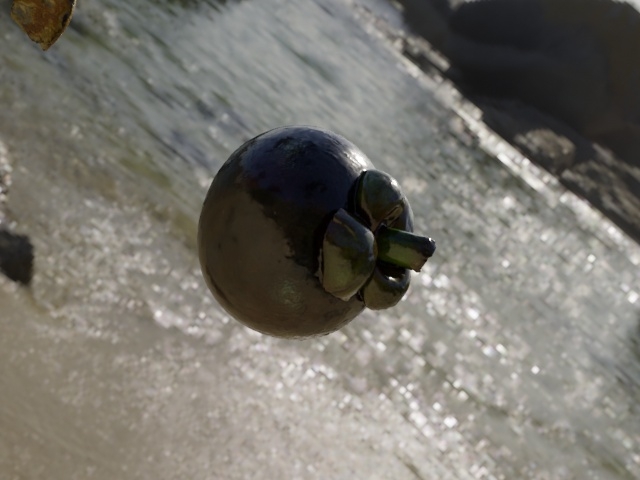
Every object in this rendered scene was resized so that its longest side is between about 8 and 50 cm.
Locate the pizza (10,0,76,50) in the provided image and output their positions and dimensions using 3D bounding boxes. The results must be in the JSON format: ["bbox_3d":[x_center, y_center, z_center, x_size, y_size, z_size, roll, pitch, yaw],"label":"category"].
[{"bbox_3d":[-0.470,-0.407,2.046,0.099,0.160,0.036,18,-3,-1],"label":"pizza"}]

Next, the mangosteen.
[{"bbox_3d":[-0.014,0.000,1.605,0.300,0.300,0.300,37,13,-11],"label":"mangosteen"}]
